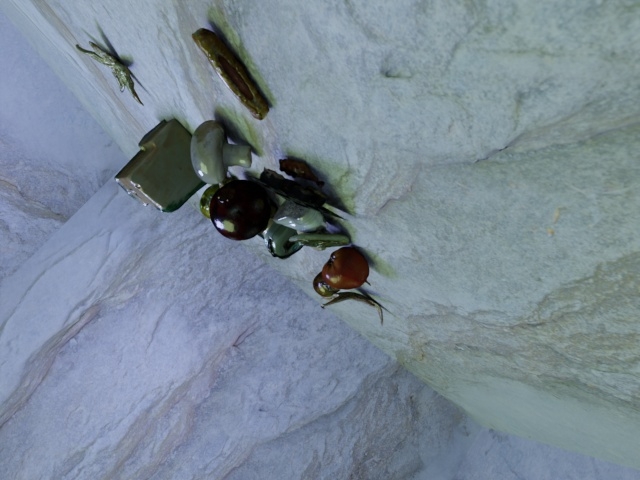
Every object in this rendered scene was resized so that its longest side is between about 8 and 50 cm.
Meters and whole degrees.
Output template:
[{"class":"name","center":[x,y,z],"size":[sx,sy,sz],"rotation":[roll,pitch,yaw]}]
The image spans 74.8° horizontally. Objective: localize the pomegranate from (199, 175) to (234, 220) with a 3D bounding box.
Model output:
[{"class":"pomegranate","center":[-0.504,-0.220,2.189],"size":[0.236,0.236,0.302],"rotation":[35,128,11]}]

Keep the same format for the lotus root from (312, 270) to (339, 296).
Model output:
[{"class":"lotus root","center":[0.038,0.228,2.293],"size":[0.141,0.169,0.314],"rotation":[56,166,-3]}]

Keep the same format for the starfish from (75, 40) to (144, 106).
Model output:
[{"class":"starfish","center":[-0.869,-0.724,1.792],"size":[0.357,0.078,0.347],"rotation":[28,161,35]}]

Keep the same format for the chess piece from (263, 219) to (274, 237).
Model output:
[{"class":"chess piece","center":[-0.301,-0.126,2.190],"size":[0.301,0.137,0.137],"rotation":[54,161,-15]}]

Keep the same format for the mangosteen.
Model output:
[{"class":"mangosteen","center":[-0.364,-0.137,1.947],"size":[0.311,0.311,0.311],"rotation":[35,165,11]}]

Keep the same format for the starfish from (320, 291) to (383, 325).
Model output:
[{"class":"starfish","center":[0.163,0.347,2.285],"size":[0.397,0.132,0.384],"rotation":[16,-177,10]}]

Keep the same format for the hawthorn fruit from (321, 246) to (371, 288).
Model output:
[{"class":"hawthorn fruit","center":[0.128,0.136,1.797],"size":[0.225,0.197,0.196],"rotation":[30,168,-15]}]

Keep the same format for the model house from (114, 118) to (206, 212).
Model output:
[{"class":"model house","center":[-0.782,-0.352,2.089],"size":[0.342,0.382,0.335],"rotation":[9,146,52]}]

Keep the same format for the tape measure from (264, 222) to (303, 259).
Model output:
[{"class":"tape measure","center":[-0.169,0.010,2.079],"size":[0.115,0.207,0.235],"rotation":[26,159,30]}]

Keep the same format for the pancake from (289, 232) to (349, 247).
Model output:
[{"class":"pancake","center":[0.000,0.000,1.732],"size":[0.253,0.037,0.253],"rotation":[1,171,0]}]

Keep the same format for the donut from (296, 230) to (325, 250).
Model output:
[{"class":"donut","center":[-0.034,-0.024,1.920],"size":[0.174,0.068,0.175],"rotation":[38,165,12]}]

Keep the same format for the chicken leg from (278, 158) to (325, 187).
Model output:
[{"class":"chicken leg","center":[-0.071,-0.236,1.417],"size":[0.219,0.048,0.089],"rotation":[24,163,42]}]

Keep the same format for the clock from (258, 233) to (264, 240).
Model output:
[{"class":"clock","center":[-0.335,-0.070,2.495],"size":[0.318,0.066,0.319],"rotation":[35,165,11]}]

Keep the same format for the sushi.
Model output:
[{"class":"sushi","center":[-0.076,-0.177,1.475],"size":[0.292,0.059,0.294],"rotation":[34,-167,37]}]

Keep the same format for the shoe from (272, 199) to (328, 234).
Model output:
[{"class":"shoe","center":[-0.073,-0.087,1.741],"size":[0.159,0.124,0.316],"rotation":[36,168,-24]}]

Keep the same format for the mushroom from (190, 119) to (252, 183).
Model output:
[{"class":"mushroom","center":[-0.372,-0.335,1.597],"size":[0.243,0.244,0.243],"rotation":[35,165,11]}]

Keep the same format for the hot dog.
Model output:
[{"class":"hot dog","center":[-0.236,-0.450,1.146],"size":[0.289,0.068,0.083],"rotation":[47,-173,-42]}]
